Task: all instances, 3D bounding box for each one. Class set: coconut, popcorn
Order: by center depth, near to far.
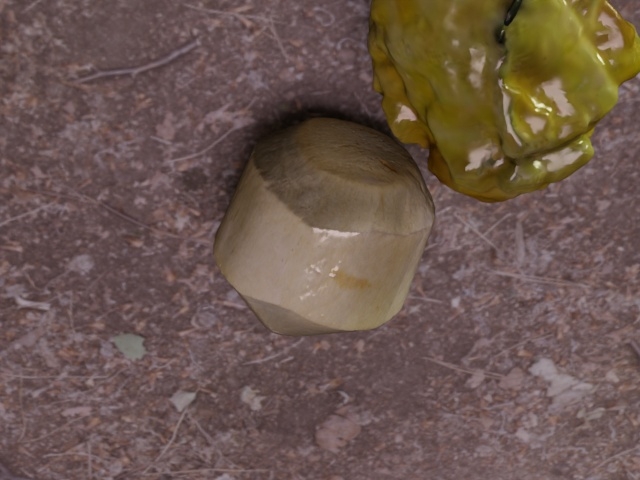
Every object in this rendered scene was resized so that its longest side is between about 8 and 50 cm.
[{"bbox_3d":[0.164,-0.179,1.451,0.252,0.215,0.286,-12,123,11],"label":"popcorn"},{"bbox_3d":[0.000,0.000,1.574,0.202,0.202,0.222,13,122,-15],"label":"coconut"}]
